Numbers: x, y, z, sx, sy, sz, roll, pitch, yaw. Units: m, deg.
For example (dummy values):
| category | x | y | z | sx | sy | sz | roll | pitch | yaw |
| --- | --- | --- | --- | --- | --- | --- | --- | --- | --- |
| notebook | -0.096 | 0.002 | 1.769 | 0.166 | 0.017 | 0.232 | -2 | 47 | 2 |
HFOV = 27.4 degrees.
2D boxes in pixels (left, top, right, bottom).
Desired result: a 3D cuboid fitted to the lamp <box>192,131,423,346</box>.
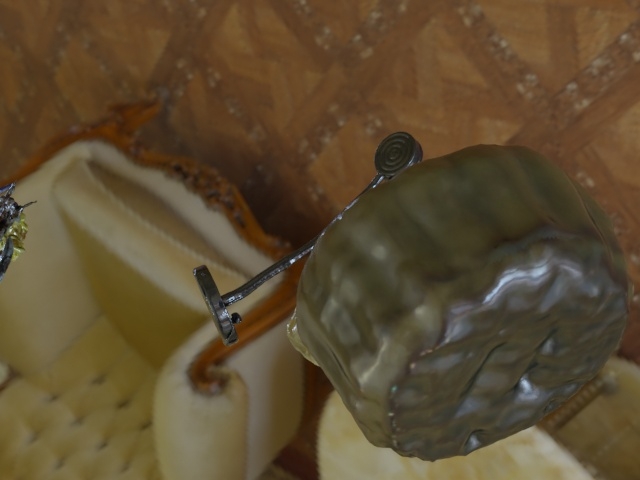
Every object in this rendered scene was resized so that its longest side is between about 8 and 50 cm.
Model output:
| category | x | y | z | sx | sy | sz | roll | pitch | yaw |
| --- | --- | --- | --- | --- | --- | --- | --- | --- | --- |
| lamp | -0.022 | -0.017 | 1.726 | 0.108 | 0.371 | 0.130 | 43 | -169 | -44 |

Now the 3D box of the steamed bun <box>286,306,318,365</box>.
| category | x | y | z | sx | sy | sz | roll | pitch | yaw |
| --- | --- | --- | --- | --- | --- | --- | --- | --- | --- |
| steamed bun | 0.053 | 0.142 | 1.927 | 0.155 | 0.141 | 0.172 | 40 | -178 | -27 |

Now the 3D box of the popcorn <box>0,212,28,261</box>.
| category | x | y | z | sx | sy | sz | roll | pitch | yaw |
| --- | --- | --- | --- | --- | --- | --- | --- | --- | --- |
| popcorn | -0.574 | -0.004 | 2.376 | 0.109 | 0.089 | 0.097 | -127 | 32 | -75 |

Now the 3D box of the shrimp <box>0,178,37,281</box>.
| category | x | y | z | sx | sy | sz | roll | pitch | yaw |
| --- | --- | --- | --- | --- | --- | --- | --- | --- | --- |
| shrimp | -0.509 | 0.051 | 1.686 | 0.221 | 0.410 | 0.166 | 47 | -170 | -16 |

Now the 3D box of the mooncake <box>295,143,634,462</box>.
| category | x | y | z | sx | sy | sz | roll | pitch | yaw |
| --- | --- | --- | --- | --- | --- | --- | --- | --- | --- |
| mooncake | 0.135 | 0.062 | 1.155 | 0.290 | 0.290 | 0.161 | 94 | 154 | -45 |
